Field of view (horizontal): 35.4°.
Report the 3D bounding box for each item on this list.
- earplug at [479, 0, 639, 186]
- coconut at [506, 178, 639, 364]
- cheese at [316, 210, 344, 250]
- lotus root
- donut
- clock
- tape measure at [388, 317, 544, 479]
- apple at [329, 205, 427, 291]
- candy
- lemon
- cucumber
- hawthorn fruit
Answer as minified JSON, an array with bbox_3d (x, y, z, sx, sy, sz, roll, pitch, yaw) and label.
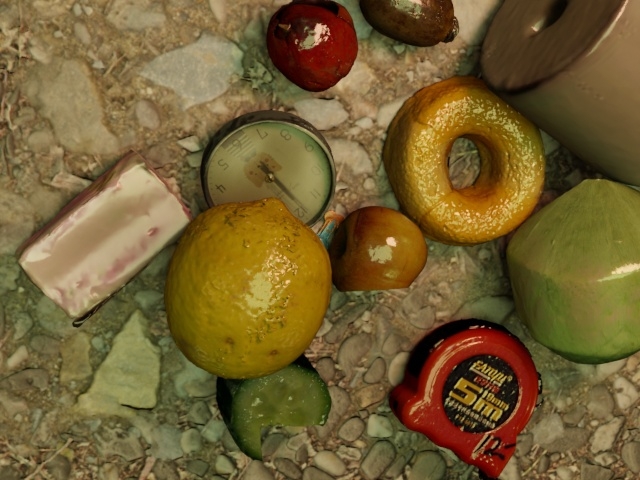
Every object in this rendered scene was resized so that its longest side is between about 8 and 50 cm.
[{"bbox_3d":[0.497,-0.259,1.614,0.394,0.312,0.313,34,93,-25],"label":"earplug"},{"bbox_3d":[0.468,0.039,1.688,0.328,0.281,0.328,-10,118,-20],"label":"coconut"},{"bbox_3d":[0.000,0.000,1.728,0.047,0.017,0.111,33,93,-19],"label":"cheese"},{"bbox_3d":[0.134,-0.386,1.629,0.209,0.120,0.120,23,96,-16],"label":"lotus root"},{"bbox_3d":[0.257,-0.127,1.708,0.303,0.110,0.303,-2,101,-10],"label":"donut"},{"bbox_3d":[-0.085,-0.102,1.643,0.226,0.049,0.226,-2,117,-4],"label":"clock"},{"bbox_3d":[0.269,0.270,1.789,0.253,0.114,0.260,32,90,-15],"label":"tape measure"},{"bbox_3d":[0.099,0.026,1.689,0.147,0.146,0.163,19,95,-19],"label":"apple"},{"bbox_3d":[-0.344,-0.006,1.606,0.265,0.116,0.155,-41,105,-1],"label":"candy"},{"bbox_3d":[-0.115,0.083,1.564,0.258,0.258,0.310,15,110,-14],"label":"lemon"},{"bbox_3d":[-0.086,0.262,1.715,0.191,0.130,0.191,-5,106,-17],"label":"cucumber"},{"bbox_3d":[-0.021,-0.316,1.584,0.172,0.148,0.148,11,101,-52],"label":"hawthorn fruit"}]
